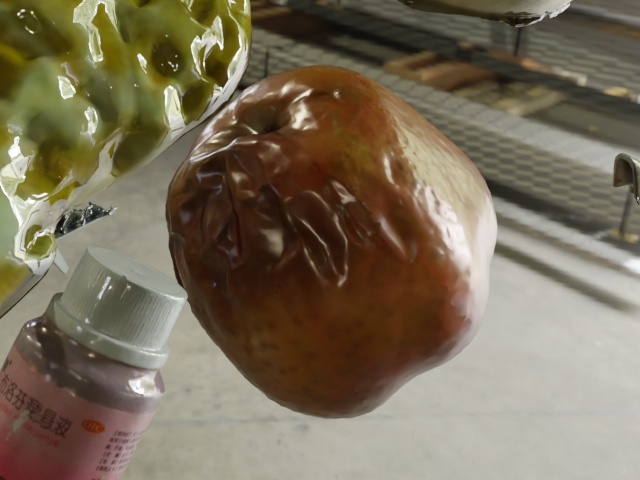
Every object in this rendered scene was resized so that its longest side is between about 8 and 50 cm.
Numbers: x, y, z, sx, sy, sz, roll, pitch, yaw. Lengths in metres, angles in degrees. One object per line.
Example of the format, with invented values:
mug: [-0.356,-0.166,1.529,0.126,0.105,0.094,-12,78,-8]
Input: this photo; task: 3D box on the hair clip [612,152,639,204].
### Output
hair clip: [0.256,0.010,0.729,0.072,0.226,0.034,-39,34,-5]

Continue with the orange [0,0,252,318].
orange: [-0.200,-0.061,0.498,0.271,0.210,0.369,2,43,46]

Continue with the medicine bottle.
medicine bottle: [-0.217,0.135,0.982,0.147,0.247,0.147,27,6,-3]

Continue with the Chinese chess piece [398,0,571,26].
Chinese chess piece: [0.129,-0.347,1.053,0.338,0.140,0.338,13,39,-11]

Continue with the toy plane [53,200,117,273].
toy plane: [-0.268,-0.001,1.004,0.160,0.082,0.234,-19,2,0]

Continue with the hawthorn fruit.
hawthorn fruit: [0.000,0.000,1.489,0.471,0.472,0.472,5,25,-2]
